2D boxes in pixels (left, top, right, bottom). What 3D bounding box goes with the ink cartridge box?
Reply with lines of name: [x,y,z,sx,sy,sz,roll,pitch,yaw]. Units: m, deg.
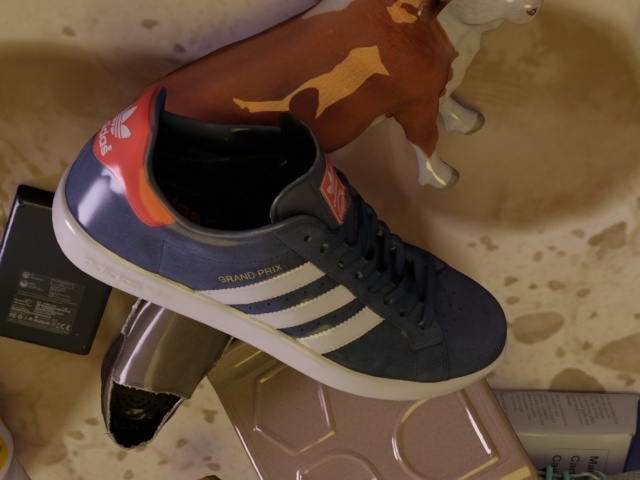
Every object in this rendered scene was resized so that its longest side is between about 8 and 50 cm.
ink cartridge box: [0.176,0.280,1.429,0.330,0.071,0.324,3,123,-5]

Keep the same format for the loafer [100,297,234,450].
loafer: [-0.112,0.083,1.229,0.094,0.087,0.251,15,136,-13]

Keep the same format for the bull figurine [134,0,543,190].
bull figurine: [0.022,-0.109,1.134,0.310,0.101,0.188,-19,130,14]

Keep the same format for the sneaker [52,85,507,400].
sneaker: [0.000,0.000,1.076,0.350,0.131,0.148,19,134,-22]

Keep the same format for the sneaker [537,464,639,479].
sneaker: [0.175,0.237,1.300,0.283,0.110,0.122,-19,117,5]

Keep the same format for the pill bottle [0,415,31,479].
pill bottle: [-0.323,0.156,1.272,0.119,0.119,0.208,-21,122,9]

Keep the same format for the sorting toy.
sorting toy: [0.001,0.174,1.297,0.307,0.041,0.229,-33,78,16]

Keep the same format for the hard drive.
hard drive: [-0.213,0.026,1.252,0.094,0.022,0.135,15,121,-14]
